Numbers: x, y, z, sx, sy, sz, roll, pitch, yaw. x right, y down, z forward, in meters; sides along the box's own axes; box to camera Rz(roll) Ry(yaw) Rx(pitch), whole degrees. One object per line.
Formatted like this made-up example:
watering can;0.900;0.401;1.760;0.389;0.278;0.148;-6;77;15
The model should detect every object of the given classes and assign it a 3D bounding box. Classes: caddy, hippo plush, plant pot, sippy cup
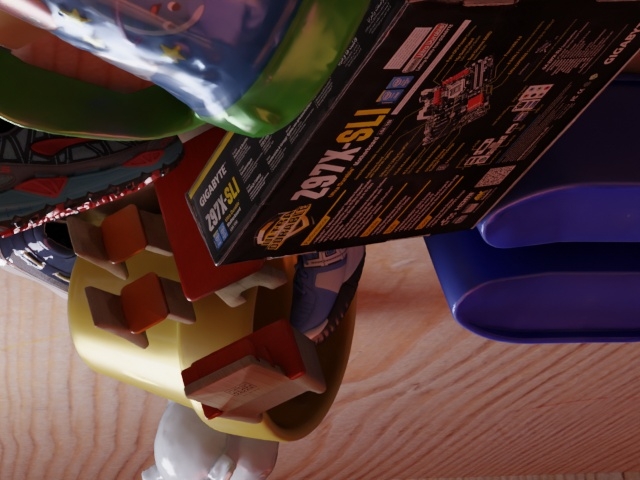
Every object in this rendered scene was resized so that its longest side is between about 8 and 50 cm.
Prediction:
caddy;0.247;-0.041;1.406;0.341;0.179;0.241;0;137;-13
hippo plush;-0.120;0.193;1.906;0.234;0.237;0.294;-18;157;36
plant pot;-0.119;0.067;1.566;0.239;0.254;0.254;5;166;24
sippy cup;-0.100;-0.197;0.814;0.224;0.305;0.240;17;-175;-23

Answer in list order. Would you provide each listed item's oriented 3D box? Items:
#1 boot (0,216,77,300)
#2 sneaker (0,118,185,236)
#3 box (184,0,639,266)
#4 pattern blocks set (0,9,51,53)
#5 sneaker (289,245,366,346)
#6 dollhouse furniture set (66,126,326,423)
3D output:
boot;-0.257;0.022;1.629;0.086;0.069;0.190;-15;157;37
sneaker;-0.219;-0.084;1.278;0.104;0.125;0.262;-16;-176;40
box;0.078;-0.106;1.118;0.257;0.079;0.322;-6;151;-32
pattern blocks set;-0.205;-0.193;1.073;0.325;0.026;0.285;-15;159;27
sneaker;0.000;0.000;1.459;0.081;0.211;0.080;16;-178;-21
dollhouse furniture set;-0.087;0.021;1.342;0.262;0.259;0.135;-27;153;17
